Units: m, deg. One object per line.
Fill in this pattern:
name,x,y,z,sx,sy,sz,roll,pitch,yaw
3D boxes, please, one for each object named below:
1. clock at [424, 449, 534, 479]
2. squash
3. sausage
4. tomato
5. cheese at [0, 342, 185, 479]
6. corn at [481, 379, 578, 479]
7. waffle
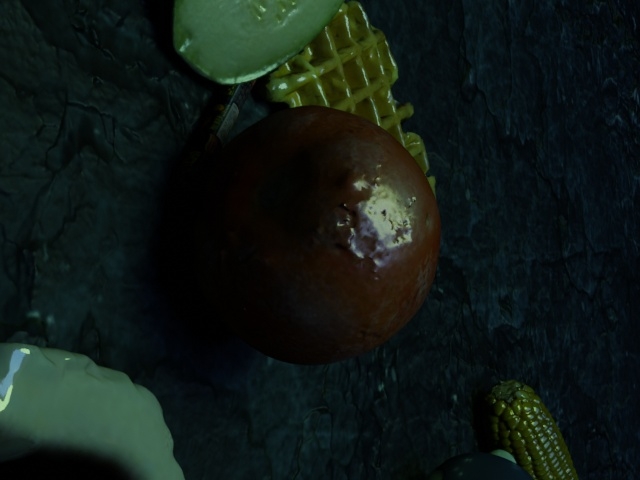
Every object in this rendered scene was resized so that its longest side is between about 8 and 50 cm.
clock,0.183,0.318,1.413,0.243,0.146,0.200,49,47,-56
squash,-0.021,-0.274,1.124,0.189,0.189,0.260,42,46,-50
sausage,-0.085,-0.108,1.137,0.028,0.025,0.198,96,12,-49
tomato,0.000,0.000,1.082,0.184,0.208,0.208,47,45,-52
cheese,-0.214,0.196,0.718,0.332,0.153,0.292,35,54,-55
corn,0.274,0.304,1.614,0.102,0.102,0.313,-47,124,-54
waffle,0.038,-0.098,1.318,0.309,0.065,0.283,40,51,-52
